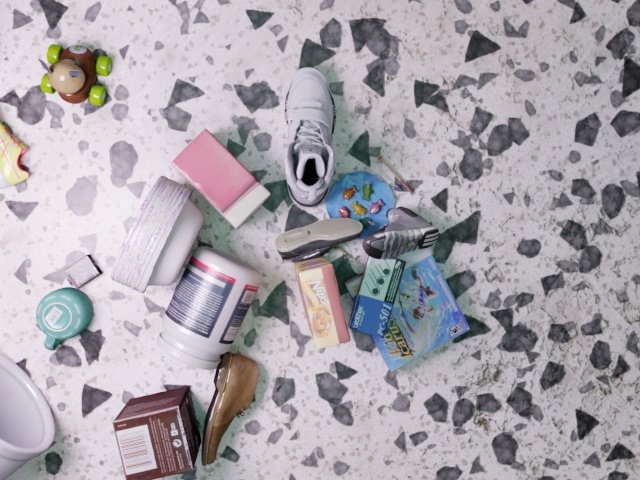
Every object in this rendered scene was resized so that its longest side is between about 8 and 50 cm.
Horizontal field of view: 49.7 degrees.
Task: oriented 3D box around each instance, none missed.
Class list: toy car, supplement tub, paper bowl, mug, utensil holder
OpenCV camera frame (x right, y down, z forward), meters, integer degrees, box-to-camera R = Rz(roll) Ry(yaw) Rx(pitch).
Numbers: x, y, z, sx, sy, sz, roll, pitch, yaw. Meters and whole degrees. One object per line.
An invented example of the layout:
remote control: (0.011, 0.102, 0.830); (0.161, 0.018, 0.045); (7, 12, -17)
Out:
toy car: (-0.622, -0.421, 1.709); (0.154, 0.188, 0.149); (12, 92, -4)
supplement tub: (-0.283, 0.169, 1.757); (0.191, 0.191, 0.272); (26, 91, -4)
paper bowl: (-0.387, -0.004, 1.696); (0.148, 0.284, 0.284); (26, 91, -8)
mug: (-0.661, 0.203, 1.783); (0.129, 0.097, 0.158); (-9, 93, -3)
utensil holder: (-0.909, 0.497, 1.674); (0.385, 0.327, 0.328); (-39, 94, 0)

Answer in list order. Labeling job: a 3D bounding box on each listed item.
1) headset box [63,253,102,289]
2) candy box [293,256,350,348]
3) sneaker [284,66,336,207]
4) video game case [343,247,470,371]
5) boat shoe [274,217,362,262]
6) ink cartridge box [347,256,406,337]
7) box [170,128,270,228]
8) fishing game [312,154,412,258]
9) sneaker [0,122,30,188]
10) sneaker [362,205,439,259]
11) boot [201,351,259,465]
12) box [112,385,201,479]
headset box: (-0.625, 0.084, 1.813); (0.083, 0.032, 0.062); (-33, 94, -3)
candy box: (-0.002, 0.144, 1.710); (0.087, 0.316, 0.183); (-14, 93, -3)
sneaker: (-0.022, -0.264, 1.741); (0.137, 0.210, 0.366); (1, 93, -4)
video game case: (0.231, 0.176, 1.854); (0.244, 0.061, 0.270); (-28, 94, -1)
boat shoe: (0.000, 0.000, 1.820); (0.232, 0.084, 0.079); (-15, 131, 2)
ink cartridge box: (0.146, 0.139, 1.793); (0.097, 0.046, 0.207); (17, 92, -1)
box: (-0.249, -0.155, 1.764); (0.232, 0.148, 0.127); (45, 89, -5)
fishing game: (0.108, -0.096, 1.844); (0.264, 0.041, 0.189); (-43, 97, -1)
sneaker: (-0.800, -0.242, 1.769); (0.094, 0.081, 0.209); (-13, 100, -10)
sneaker: (0.183, -0.027, 1.788); (0.228, 0.132, 0.086); (-7, 133, -30)
boot: (-0.242, 0.452, 1.823); (0.115, 0.112, 0.306); (15, 90, -15)
box: (-0.410, 0.490, 1.760); (0.166, 0.203, 0.169); (-13, 94, -3)
